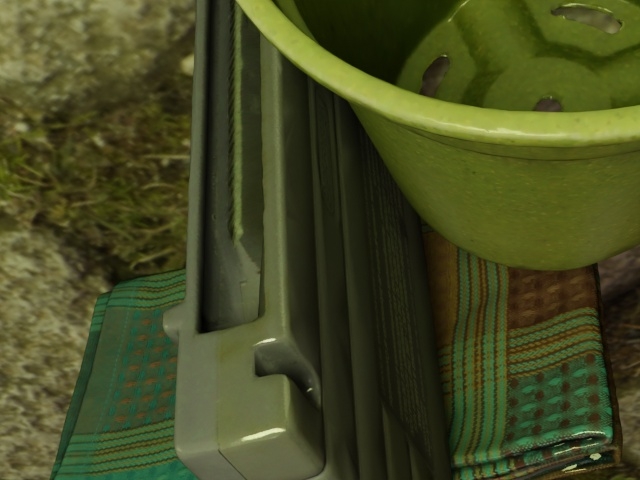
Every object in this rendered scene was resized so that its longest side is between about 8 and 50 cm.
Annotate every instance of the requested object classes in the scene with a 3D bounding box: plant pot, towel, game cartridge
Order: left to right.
[{"bbox_3d":[-0.005,0.075,0.782,0.370,0.271,0.040,-17,125,19],"label":"towel"},{"bbox_3d":[0.000,0.000,0.614,0.068,0.355,0.230,-13,139,12],"label":"game cartridge"},{"bbox_3d":[0.105,-0.111,0.568,0.276,0.276,0.254,-6,156,7],"label":"plant pot"}]
